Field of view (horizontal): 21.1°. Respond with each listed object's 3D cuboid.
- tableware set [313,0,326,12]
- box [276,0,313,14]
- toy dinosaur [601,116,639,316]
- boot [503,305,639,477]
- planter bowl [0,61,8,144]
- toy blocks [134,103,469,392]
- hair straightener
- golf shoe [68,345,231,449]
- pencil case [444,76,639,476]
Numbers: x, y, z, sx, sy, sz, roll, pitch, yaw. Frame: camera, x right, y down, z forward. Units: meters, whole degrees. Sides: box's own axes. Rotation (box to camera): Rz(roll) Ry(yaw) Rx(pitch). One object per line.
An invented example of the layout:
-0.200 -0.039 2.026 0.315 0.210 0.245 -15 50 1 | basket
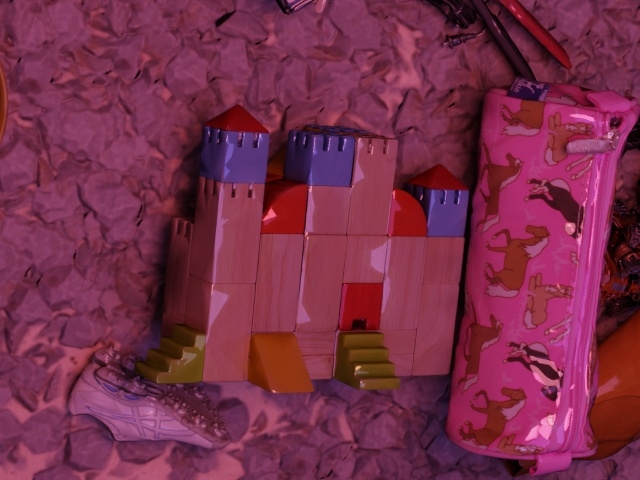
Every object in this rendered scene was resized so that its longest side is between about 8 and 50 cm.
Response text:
-0.026 -0.308 1.630 0.168 0.020 0.141 27 99 -4 | tableware set
-0.016 -0.345 1.589 0.175 0.051 0.220 -32 98 -1 | box
0.375 -0.024 1.862 0.322 0.164 0.218 -35 137 -24 | toy dinosaur
0.300 0.156 1.841 0.211 0.104 0.295 -17 146 -17 | boot
-0.396 -0.131 1.543 0.217 0.090 0.217 -7 111 -19 | planter bowl
0.000 0.000 1.703 0.381 0.191 0.261 1 99 -32 | toy blocks
0.157 -0.221 1.728 0.089 0.047 0.230 -38 130 17 | hair straightener
-0.176 0.177 1.758 0.176 0.069 0.086 32 115 -24 | golf shoe
0.221 0.034 1.726 0.160 0.167 0.386 8 94 11 | pencil case
